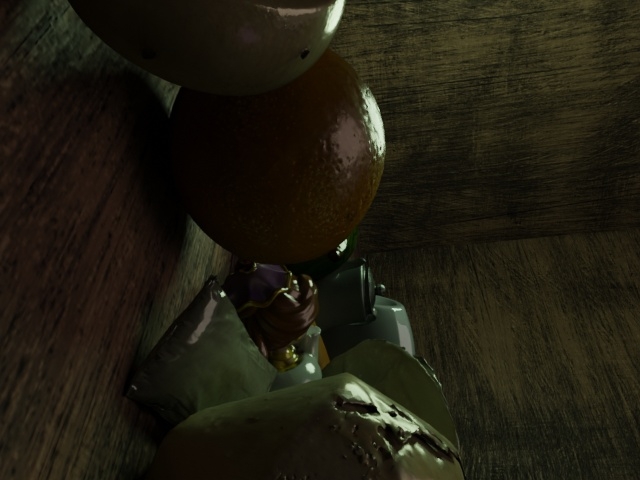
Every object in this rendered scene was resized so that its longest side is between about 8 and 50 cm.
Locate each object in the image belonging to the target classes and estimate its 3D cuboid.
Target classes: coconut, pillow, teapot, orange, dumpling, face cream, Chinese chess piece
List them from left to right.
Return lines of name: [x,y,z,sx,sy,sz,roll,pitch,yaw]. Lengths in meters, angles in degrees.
Chinese chess piece: [-0.101,-0.257,0.486,0.102,0.273,0.274,-46,-144,48]
pillow: [-0.123,0.161,0.616,0.148,0.050,0.230,-58,150,-30]
orange: [-0.052,-0.107,0.659,0.274,0.273,0.275,-6,90,-81]
coconut: [-0.015,0.297,0.525,0.352,0.352,0.353,-6,90,-81]
teapot: [0.066,0.114,1.146,0.239,0.148,0.163,76,12,-47]
face cream: [0.097,0.321,1.345,0.219,0.312,0.358,5,94,-40]
dumpling: [0.095,0.310,0.800,0.316,0.233,0.395,-61,-153,20]

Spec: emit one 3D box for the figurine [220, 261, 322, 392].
figurine: [-0.072,0.149,0.789,0.189,0.142,0.264,-23,114,-46]

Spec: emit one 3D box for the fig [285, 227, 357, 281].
fig: [0.000,0.000,0.965,0.235,0.203,0.203,27,-47,53]

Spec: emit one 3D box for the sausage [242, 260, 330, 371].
sausage: [-0.061,0.173,0.968,0.134,0.115,0.354,-70,152,-45]
